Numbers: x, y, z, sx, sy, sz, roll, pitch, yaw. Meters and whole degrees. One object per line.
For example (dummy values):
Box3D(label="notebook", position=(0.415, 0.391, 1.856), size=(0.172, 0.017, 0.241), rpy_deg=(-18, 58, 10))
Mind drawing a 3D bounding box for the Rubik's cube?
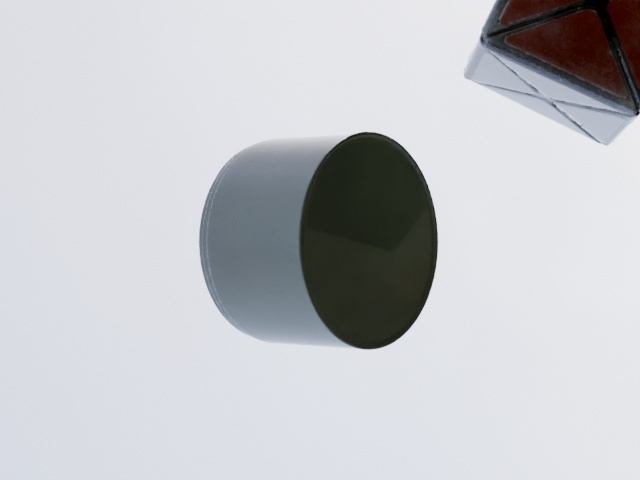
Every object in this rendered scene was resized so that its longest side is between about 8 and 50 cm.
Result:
Box3D(label="Rubik's cube", position=(0.378, -0.313, 2.030), size=(0.255, 0.260, 0.259), rpy_deg=(27, -93, 2))

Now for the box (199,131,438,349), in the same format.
Box3D(label="box", position=(0.000, 0.000, 1.506), size=(0.226, 0.149, 0.226), rpy_deg=(-1, -89, -48))
